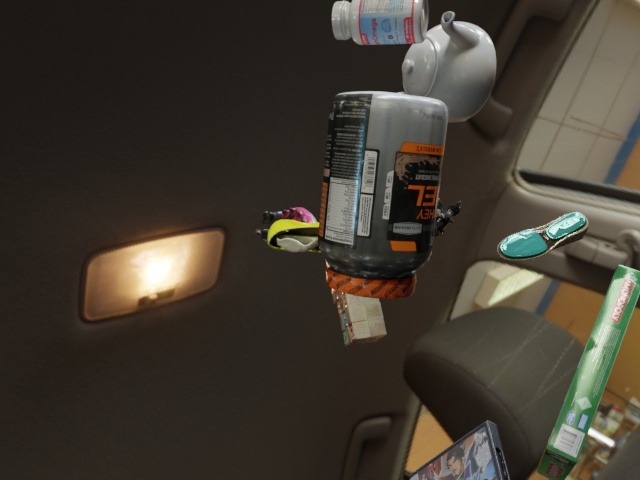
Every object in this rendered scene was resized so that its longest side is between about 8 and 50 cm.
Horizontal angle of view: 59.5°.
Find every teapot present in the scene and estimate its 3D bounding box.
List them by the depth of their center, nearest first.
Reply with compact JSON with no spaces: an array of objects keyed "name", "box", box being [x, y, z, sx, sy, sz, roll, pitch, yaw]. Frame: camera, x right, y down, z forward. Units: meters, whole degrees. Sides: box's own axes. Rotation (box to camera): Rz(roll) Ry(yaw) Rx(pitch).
[{"name":"teapot","box":[0.279,-0.403,1.347,0.187,0.252,0.256,-2,-71,-21]}]

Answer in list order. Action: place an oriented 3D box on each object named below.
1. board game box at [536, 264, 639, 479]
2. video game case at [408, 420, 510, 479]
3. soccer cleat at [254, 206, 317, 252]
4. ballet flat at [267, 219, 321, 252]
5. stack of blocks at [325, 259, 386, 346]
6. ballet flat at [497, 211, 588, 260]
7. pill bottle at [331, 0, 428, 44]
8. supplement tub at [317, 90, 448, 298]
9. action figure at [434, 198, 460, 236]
[{"name":"board game box","box":[0.437,0.223,0.910,0.317,0.046,0.213,-58,-30,-19]},{"name":"video game case","box":[0.292,0.555,1.180,0.035,0.248,0.275,28,-57,-18]},{"name":"soccer cleat","box":[-0.057,-0.020,1.496,0.143,0.331,0.116,24,-94,-26]},{"name":"ballet flat","box":[0.000,0.000,1.132,0.077,0.230,0.077,-59,-30,-61]},{"name":"stack of blocks","box":[0.087,0.129,1.519,0.087,0.297,0.171,-8,-17,-11]},{"name":"ballet flat","box":[0.574,0.005,1.451,0.248,0.086,0.086,-20,-40,-1]},{"name":"pill bottle","box":[0.105,-0.392,0.992,0.087,0.160,0.087,5,-90,-71]},{"name":"supplement tub","box":[0.105,-0.080,0.989,0.207,0.207,0.338,-7,-75,-51]},{"name":"action figure","box":[0.238,-0.057,1.361,0.164,0.141,0.275,-38,-6,35]}]
